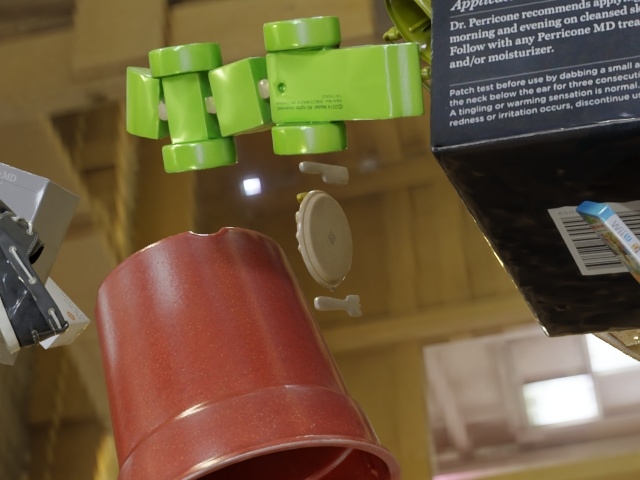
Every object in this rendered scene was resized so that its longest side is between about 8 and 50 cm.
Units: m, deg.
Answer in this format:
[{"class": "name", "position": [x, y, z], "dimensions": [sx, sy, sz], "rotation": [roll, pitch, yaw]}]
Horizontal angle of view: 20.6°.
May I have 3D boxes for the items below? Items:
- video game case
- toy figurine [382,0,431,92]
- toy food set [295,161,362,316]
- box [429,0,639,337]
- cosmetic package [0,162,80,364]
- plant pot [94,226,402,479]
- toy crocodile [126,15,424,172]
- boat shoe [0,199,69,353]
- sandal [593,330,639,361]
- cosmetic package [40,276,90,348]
[{"class": "video game case", "position": [0.291, 0.033, 1.544], "dimensions": [0.166, 0.015, 0.119], "rotation": [48, -178, -3]}, {"class": "toy figurine", "position": [0.269, -0.223, 2.247], "dimensions": [0.362, 0.217, 0.191], "rotation": [51, 171, 12]}, {"class": "toy food set", "position": [0.000, 0.000, 2.202], "dimensions": [0.132, 0.038, 0.192], "rotation": [9, -107, -59]}, {"class": "box", "position": [0.314, -0.208, 1.838], "dimensions": [0.480, 0.297, 0.471], "rotation": [51, -142, -57]}, {"class": "cosmetic package", "position": [-0.411, 0.023, 2.210], "dimensions": [0.238, 0.127, 0.107], "rotation": [-72, -20, -4]}, {"class": "plant pot", "position": [-0.092, 0.148, 1.692], "dimensions": [0.272, 0.272, 0.265], "rotation": [65, -175, -59]}, {"class": "toy crocodile", "position": [-0.048, -0.128, 1.538], "dimensions": [0.105, 0.340, 0.115], "rotation": [-14, -83, -51]}, {"class": "boat shoe", "position": [-0.348, 0.006, 1.961], "dimensions": [0.084, 0.079, 0.233], "rotation": [114, 136, -79]}, {"class": "sandal", "position": [0.451, 0.113, 2.559], "dimensions": [0.079, 0.240, 0.088], "rotation": [100, -170, -57]}, {"class": "cosmetic package", "position": [-0.480, 0.066, 2.819], "dimensions": [0.239, 0.060, 0.099], "rotation": [46, -166, 9]}]
